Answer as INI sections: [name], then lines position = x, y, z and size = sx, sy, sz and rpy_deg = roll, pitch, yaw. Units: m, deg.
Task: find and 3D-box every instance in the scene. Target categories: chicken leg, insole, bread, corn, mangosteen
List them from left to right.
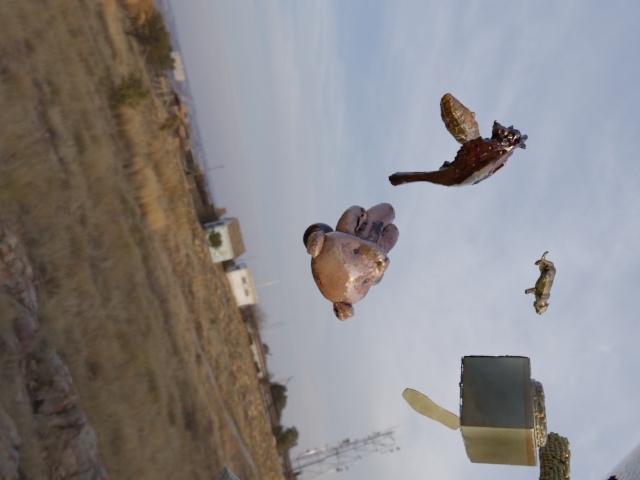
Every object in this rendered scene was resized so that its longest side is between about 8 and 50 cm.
[mangosteen]
position = -0.001, -0.001, 1.244
size = 0.081, 0.081, 0.081
rpy_deg = 166, -90, -79
[insole]
position = 0.330, 0.505, 1.570
size = 0.063, 0.192, 0.010
rpy_deg = -63, 171, 18
[chicken leg]
position = 0.384, -0.206, 1.479
size = 0.158, 0.407, 0.096
rpy_deg = 37, 50, -38
[bread]
position = 0.464, -0.381, 1.736
size = 0.105, 0.076, 0.233
rpy_deg = 0, -37, 51
[corn]
position = 0.687, 0.691, 1.539
size = 0.320, 0.097, 0.097
rpy_deg = -54, 143, -53

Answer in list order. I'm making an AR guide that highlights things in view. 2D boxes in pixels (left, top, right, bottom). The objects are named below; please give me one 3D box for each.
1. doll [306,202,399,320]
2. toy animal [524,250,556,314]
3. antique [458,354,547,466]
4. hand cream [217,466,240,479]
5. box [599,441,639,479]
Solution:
[doll]
position = 0.108, 0.018, 1.134
size = 0.156, 0.303, 0.201
rpy_deg = -3, -62, 46
[toy animal]
position = 0.722, 0.141, 1.715
size = 0.057, 0.099, 0.241
rpy_deg = 25, -60, 44
[antique]
position = 0.334, 0.310, 0.963
size = 0.152, 0.148, 0.146
rpy_deg = -73, 149, -43
[hand cream]
position = -0.124, 0.494, 0.959
size = 0.042, 0.194, 0.067
rpy_deg = 21, 90, -59
[box]
position = 0.784, 0.592, 1.136
size = 0.257, 0.318, 0.348
rpy_deg = 38, -60, 23
